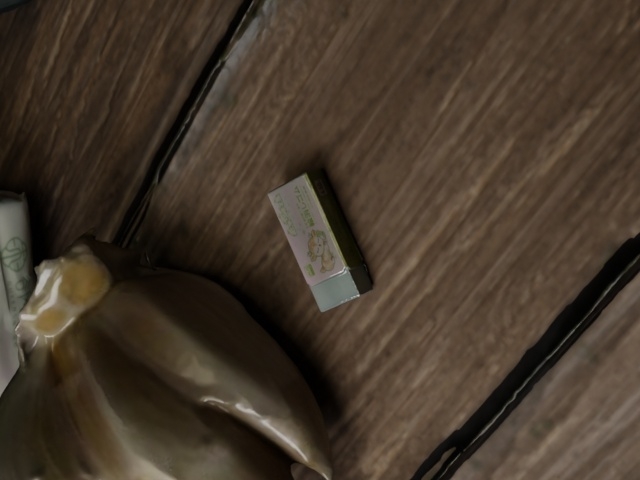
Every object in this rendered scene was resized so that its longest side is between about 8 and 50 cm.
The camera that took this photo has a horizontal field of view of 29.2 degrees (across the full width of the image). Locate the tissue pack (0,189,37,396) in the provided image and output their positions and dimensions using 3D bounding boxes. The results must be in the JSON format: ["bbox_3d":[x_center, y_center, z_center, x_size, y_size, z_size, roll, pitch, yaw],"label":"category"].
[{"bbox_3d":[-0.344,0.132,0.956,0.266,0.194,0.356,10,110,37],"label":"tissue pack"}]

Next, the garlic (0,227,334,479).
[{"bbox_3d":[-0.110,0.148,0.838,0.237,0.210,0.292,-34,74,4],"label":"garlic"}]

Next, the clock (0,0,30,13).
[{"bbox_3d":[-0.274,-0.307,0.864,0.312,0.061,0.313,11,109,35],"label":"clock"}]

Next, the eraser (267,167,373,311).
[{"bbox_3d":[0.000,0.000,0.766,0.038,0.019,0.083,-27,86,38],"label":"eraser"}]
